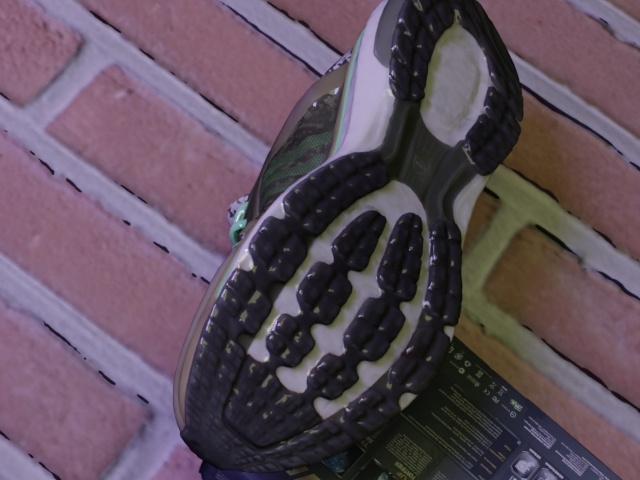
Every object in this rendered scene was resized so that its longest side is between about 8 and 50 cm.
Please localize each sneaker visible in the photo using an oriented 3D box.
[{"bbox_3d":[0.000,0.000,1.028,0.158,0.182,0.410,47,48,-18],"label":"sneaker"}]

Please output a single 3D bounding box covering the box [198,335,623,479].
[{"bbox_3d":[0.065,0.161,1.012,0.233,0.059,0.183,40,58,10],"label":"box"}]
